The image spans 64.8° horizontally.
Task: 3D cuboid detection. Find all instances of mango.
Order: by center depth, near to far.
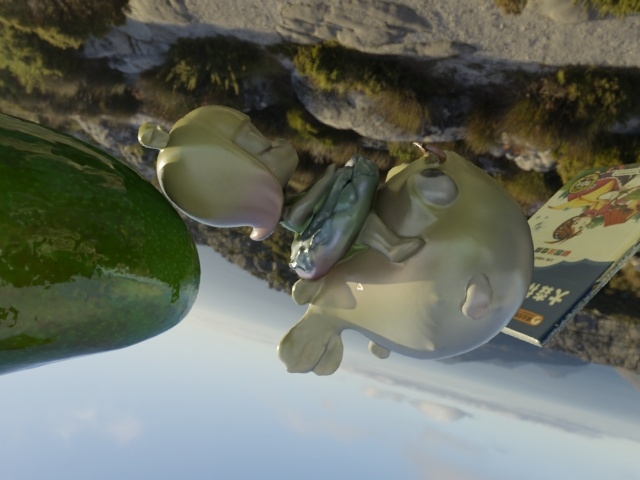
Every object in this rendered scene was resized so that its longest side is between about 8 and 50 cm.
[{"bbox_3d":[-0.279,0.008,0.397,0.381,0.225,0.201,14,159,-29],"label":"mango"}]

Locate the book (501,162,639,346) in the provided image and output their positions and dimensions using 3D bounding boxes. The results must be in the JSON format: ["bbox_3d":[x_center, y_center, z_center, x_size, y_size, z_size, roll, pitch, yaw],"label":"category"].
[{"bbox_3d":[0.331,0.001,0.679,0.018,0.322,0.228,50,171,-10],"label":"book"}]

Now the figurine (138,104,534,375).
[{"bbox_3d":[0.000,0.000,0.501,0.394,0.275,0.226,27,-174,-8],"label":"figurine"}]
